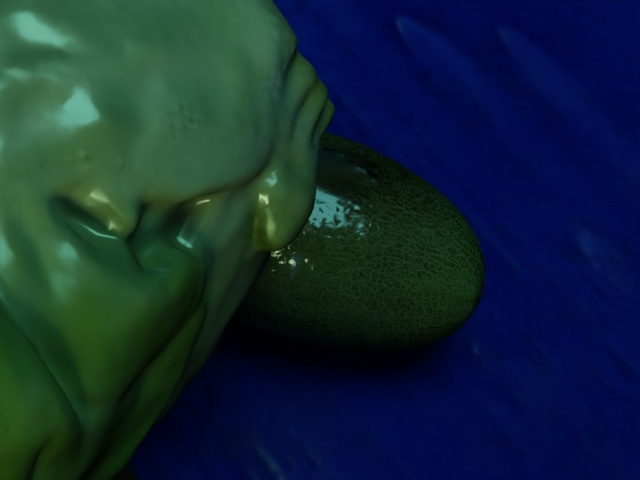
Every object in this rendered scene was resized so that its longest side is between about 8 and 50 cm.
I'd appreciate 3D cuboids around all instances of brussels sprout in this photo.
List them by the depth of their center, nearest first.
[{"bbox_3d":[-0.160,-0.027,0.601,0.274,0.242,0.316,29,67,20],"label":"brussels sprout"}]

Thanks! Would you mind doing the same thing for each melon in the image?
[{"bbox_3d":[0.000,0.000,0.732,0.162,0.099,0.099,19,49,-3],"label":"melon"}]
